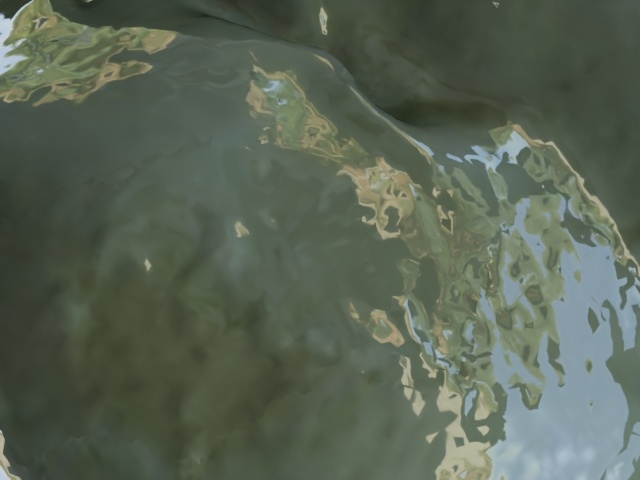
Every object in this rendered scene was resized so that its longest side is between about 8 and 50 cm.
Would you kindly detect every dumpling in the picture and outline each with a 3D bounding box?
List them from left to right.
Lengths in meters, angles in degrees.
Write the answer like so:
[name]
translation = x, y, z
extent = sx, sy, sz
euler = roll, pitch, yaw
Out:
[dumpling]
translation = -0.014, 0.026, 0.561
extent = 0.270, 0.321, 0.212
euler = -36, -158, 46
